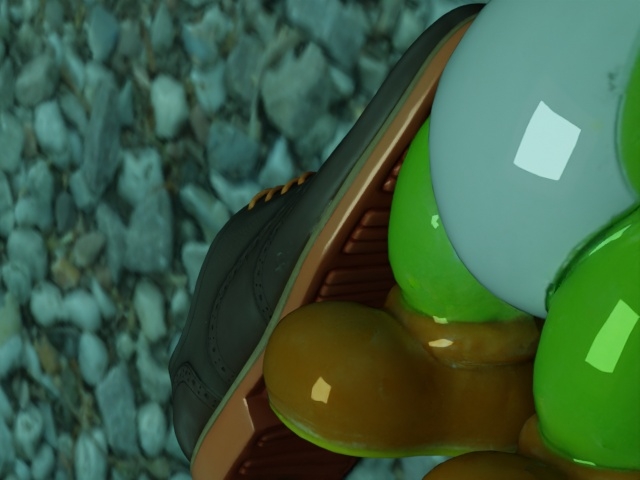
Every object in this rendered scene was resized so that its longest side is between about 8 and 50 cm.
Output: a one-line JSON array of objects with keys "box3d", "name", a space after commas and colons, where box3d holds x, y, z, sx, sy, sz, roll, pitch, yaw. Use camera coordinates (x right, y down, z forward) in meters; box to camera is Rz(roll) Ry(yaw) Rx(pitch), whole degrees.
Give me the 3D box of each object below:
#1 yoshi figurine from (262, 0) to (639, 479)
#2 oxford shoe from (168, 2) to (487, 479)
[{"box3d": [0.076, -0.078, 0.498, 0.204, 0.203, 0.362, 22, 107, 7], "name": "yoshi figurine"}, {"box3d": [0.000, 0.000, 0.710, 0.098, 0.097, 0.271, 57, 130, 33], "name": "oxford shoe"}]
